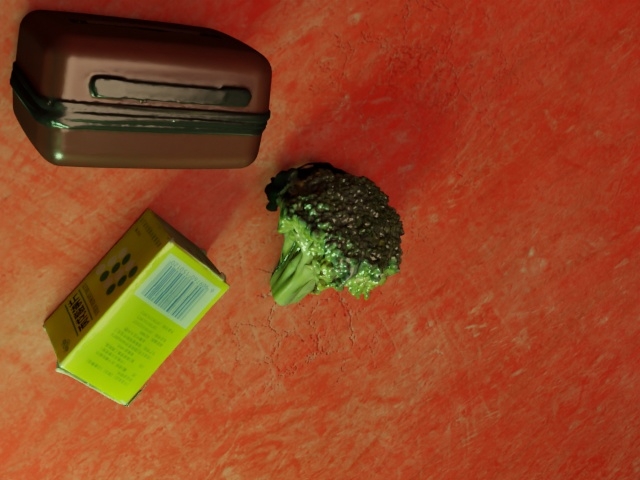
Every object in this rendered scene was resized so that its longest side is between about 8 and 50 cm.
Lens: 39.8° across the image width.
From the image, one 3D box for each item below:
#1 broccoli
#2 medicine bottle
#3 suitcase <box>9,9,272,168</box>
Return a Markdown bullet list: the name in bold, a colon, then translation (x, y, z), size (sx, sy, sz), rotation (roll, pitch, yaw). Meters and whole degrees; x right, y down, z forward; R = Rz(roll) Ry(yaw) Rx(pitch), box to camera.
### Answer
- **broccoli**: translation (0.000, 0.000, 1.406), size (0.247, 0.263, 0.243), rotation (38, 121, -5)
- **medicine bottle**: translation (-0.272, 0.098, 1.306), size (0.250, 0.137, 0.141), rotation (-48, 128, 0)
- **suitcase**: translation (-0.229, -0.191, 1.125), size (0.297, 0.236, 0.161), rotation (0, 113, -30)
